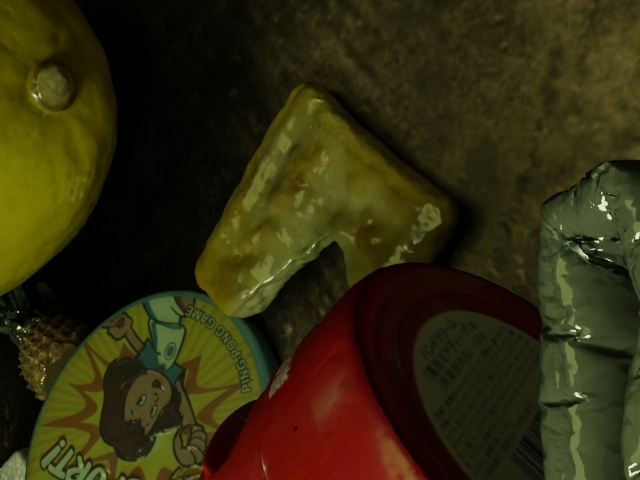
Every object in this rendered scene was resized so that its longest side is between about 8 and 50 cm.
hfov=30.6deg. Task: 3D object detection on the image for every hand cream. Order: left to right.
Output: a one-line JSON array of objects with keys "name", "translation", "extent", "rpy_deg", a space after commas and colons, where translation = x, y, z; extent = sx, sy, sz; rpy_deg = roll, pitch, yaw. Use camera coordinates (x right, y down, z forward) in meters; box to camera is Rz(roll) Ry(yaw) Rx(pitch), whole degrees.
[{"name": "hand cream", "translation": [0.064, 0.133, 0.589], "extent": [0.149, 0.230, 0.230], "rpy_deg": [-48, 55, 29]}]

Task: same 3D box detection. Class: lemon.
[{"name": "lemon", "translation": [-0.332, -0.094, 0.928], "extent": [0.348, 0.348, 0.348], "rpy_deg": [-7, 79, 43]}]

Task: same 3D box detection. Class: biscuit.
[{"name": "biscuit", "translation": [0.000, 0.000, 0.789], "extent": [0.183, 0.039, 0.174], "rpy_deg": [40, 107, 40]}]

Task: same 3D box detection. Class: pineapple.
[{"name": "pineapple", "translation": [-0.238, 0.081, 0.996], "extent": [0.159, 0.074, 0.074], "rpy_deg": [35, 108, 49]}]

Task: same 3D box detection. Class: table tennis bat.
[{"name": "table tennis bat", "translation": [-0.141, 0.192, 0.851], "extent": [0.215, 0.044, 0.329], "rpy_deg": [21, 84, 33]}]

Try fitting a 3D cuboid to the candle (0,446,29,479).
[{"name": "candle", "translation": [-0.227, 0.252, 0.957], "extent": [0.192, 0.068, 0.168], "rpy_deg": [-2, 87, 42]}]

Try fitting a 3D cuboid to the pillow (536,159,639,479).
[{"name": "pillow", "translation": [0.184, 0.140, 0.475], "extent": [0.101, 0.228, 0.326], "rpy_deg": [-15, 72, 47]}]
